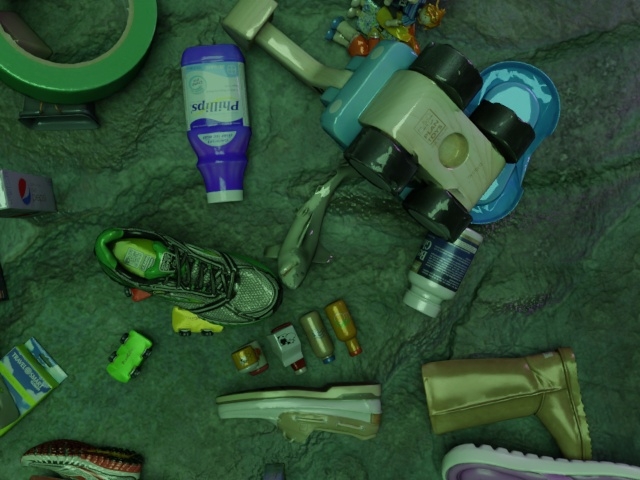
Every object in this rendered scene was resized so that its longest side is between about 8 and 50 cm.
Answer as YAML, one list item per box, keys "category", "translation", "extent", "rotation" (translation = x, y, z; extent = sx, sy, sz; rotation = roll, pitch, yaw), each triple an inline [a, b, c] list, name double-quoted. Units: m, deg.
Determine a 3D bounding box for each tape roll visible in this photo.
- category: "tape roll"
  translation: [-0.454, -0.404, 1.422]
  extent: [0.321, 0.077, 0.321]
  rotation: [3, 79, -17]

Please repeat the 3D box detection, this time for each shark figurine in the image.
- category: "shark figurine"
  translation: [0.003, -0.020, 1.469]
  extent: [0.116, 0.166, 0.278]
  rotation: [36, 74, -23]

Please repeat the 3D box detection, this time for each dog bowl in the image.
- category: "dog bowl"
  translation: [0.308, -0.172, 1.445]
  extent: [0.166, 0.074, 0.297]
  rotation: [26, 92, 2]

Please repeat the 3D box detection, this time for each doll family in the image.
- category: "doll family"
  translation: [0.129, -0.401, 1.399]
  extent: [0.163, 0.263, 0.118]
  rotation: [42, 54, 13]

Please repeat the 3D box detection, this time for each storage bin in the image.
- category: "storage bin"
  translation: [-0.484, -0.260, 1.481]
  extent: [0.135, 0.098, 0.091]
  rotation: [-3, 81, 3]

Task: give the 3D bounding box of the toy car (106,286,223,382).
- category: "toy car"
  translation: [-0.319, 0.160, 1.496]
  extent: [0.239, 0.053, 0.225]
  rotation: [34, 93, 3]

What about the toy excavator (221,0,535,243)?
- category: "toy excavator"
  translation: [0.062, -0.233, 1.348]
  extent: [0.433, 0.445, 0.222]
  rotation: [38, 87, -31]

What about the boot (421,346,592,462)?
- category: "boot"
  translation: [0.334, 0.316, 1.453]
  extent: [0.270, 0.089, 0.236]
  rotation: [-11, 87, 6]

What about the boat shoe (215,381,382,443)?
- category: "boat shoe"
  translation: [-0.039, 0.316, 1.454]
  extent: [0.302, 0.113, 0.103]
  rotation: [-3, 85, 2]

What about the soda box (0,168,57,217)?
- category: "soda box"
  translation: [-0.545, -0.080, 1.421]
  extent: [0.074, 0.216, 0.069]
  rotation: [-11, 89, 3]

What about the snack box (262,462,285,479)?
- category: "snack box"
  translation: [-0.083, 0.471, 1.445]
  extent: [0.037, 0.141, 0.100]
  rotation: [-5, 91, 2]

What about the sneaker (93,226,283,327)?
- category: "sneaker"
  translation: [-0.233, 0.065, 1.393]
  extent: [0.344, 0.146, 0.134]
  rotation: [14, 84, 0]

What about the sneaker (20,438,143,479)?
- category: "sneaker"
  translation: [-0.449, 0.431, 1.491]
  extent: [0.225, 0.088, 0.092]
  rotation: [11, 93, 3]

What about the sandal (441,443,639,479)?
- category: "sandal"
  translation: [0.417, 0.458, 1.406]
  extent: [0.416, 0.102, 0.169]
  rotation: [7, 136, 10]

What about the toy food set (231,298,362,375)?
- category: "toy food set"
  translation: [-0.046, 0.203, 1.445]
  extent: [0.232, 0.111, 0.104]
  rotation: [-25, 90, -28]

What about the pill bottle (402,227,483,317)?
- category: "pill bottle"
  translation: [0.214, 0.049, 1.443]
  extent: [0.094, 0.094, 0.169]
  rotation: [26, 92, 2]

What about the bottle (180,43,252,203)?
- category: "bottle"
  translation: [-0.185, -0.209, 1.460]
  extent: [0.118, 0.092, 0.282]
  rotation: [-4, 91, 1]

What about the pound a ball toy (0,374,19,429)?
- category: "pound a ball toy"
  translation: [-0.699, 0.275, 1.437]
  extent: [0.208, 0.136, 0.319]
  rotation: [-25, 90, 5]

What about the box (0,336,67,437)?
- category: "box"
  translation: [-0.582, 0.280, 1.518]
  extent: [0.178, 0.042, 0.109]
  rotation: [-42, 89, 4]

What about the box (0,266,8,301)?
- category: "box"
  translation: [-0.698, 0.019, 1.517]
  extent: [0.159, 0.044, 0.233]
  rotation: [-12, 91, 4]

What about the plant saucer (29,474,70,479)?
- category: "plant saucer"
  translation: [-0.419, 0.570, 1.476]
  extent: [0.259, 0.047, 0.259]
  rotation: [8, 108, 3]

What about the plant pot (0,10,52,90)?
- category: "plant pot"
  translation: [-0.583, -0.358, 1.478]
  extent: [0.109, 0.096, 0.109]
  rotation: [-43, 89, 2]
